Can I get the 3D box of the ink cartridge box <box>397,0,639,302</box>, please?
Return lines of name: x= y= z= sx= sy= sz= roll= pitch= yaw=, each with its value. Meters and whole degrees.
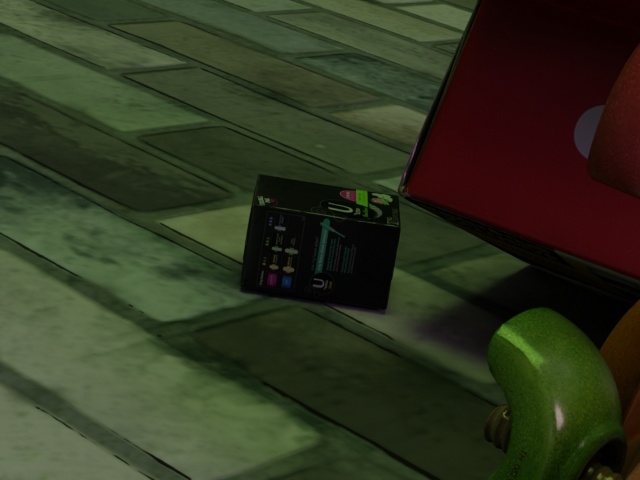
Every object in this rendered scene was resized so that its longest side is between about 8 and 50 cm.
ink cartridge box: x=0.213 y=-0.020 z=0.817 sx=0.309 sy=0.130 sz=0.272 roll=21 pitch=-1 yaw=31

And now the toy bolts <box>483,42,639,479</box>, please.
toy bolts: x=0.180 y=0.049 z=0.628 sx=0.158 sy=0.228 sz=0.218 roll=30 pitch=17 yaw=32

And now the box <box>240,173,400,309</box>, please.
box: x=0.000 y=0.000 z=0.906 sx=0.083 sy=0.052 sz=0.062 roll=8 pitch=18 yaw=-1
